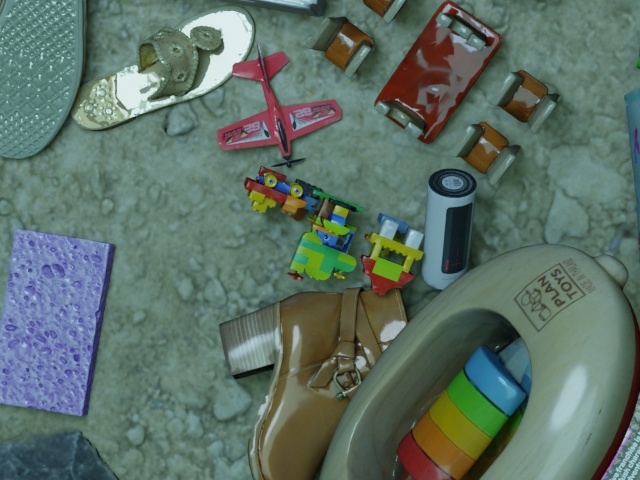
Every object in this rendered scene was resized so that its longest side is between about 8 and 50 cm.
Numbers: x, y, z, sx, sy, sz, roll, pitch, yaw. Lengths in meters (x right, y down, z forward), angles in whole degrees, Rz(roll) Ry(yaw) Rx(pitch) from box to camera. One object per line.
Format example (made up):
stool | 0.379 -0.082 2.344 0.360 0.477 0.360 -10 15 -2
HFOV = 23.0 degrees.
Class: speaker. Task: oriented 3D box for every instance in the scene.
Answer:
speaker | 0.142 -0.011 1.761 0.055 0.055 0.136 7 129 6

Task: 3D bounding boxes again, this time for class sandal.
sandal | -0.184 -0.195 1.814 0.240 0.079 0.088 -28 88 6

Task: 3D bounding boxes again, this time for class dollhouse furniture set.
dollhouse furniture set | 0.162 -0.232 1.774 0.262 0.135 0.259 37 106 4

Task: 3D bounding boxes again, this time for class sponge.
sponge | -0.317 0.097 1.856 0.117 0.031 0.210 10 92 6

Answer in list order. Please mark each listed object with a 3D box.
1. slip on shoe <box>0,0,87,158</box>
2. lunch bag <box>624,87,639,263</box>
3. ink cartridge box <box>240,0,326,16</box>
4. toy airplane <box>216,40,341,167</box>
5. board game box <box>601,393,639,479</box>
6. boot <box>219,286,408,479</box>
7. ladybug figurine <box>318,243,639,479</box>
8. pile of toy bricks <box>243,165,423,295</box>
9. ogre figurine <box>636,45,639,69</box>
slip on shoe | -0.325 -0.255 1.823 0.123 0.101 0.331 10 105 -6
lunch bag | 0.481 -0.072 1.711 0.262 0.160 0.223 -3 87 -5
ink cartridge box | -0.076 -0.409 1.780 0.207 0.117 0.283 11 91 5
toy airplane | -0.058 -0.156 1.824 0.151 0.028 0.151 0 89 -10
board game box | 0.375 0.306 1.732 0.291 0.141 0.232 31 94 5
boot | 0.021 0.195 1.798 0.220 0.109 0.283 -14 82 2
ladybug figurine | 0.178 0.201 1.638 0.162 0.305 0.449 28 110 -38
pile of toy bricks | 0.000 0.000 1.785 0.212 0.118 0.105 21 95 -9
ogre figurine | 0.453 -0.244 1.741 0.197 0.097 0.118 2 103 17
